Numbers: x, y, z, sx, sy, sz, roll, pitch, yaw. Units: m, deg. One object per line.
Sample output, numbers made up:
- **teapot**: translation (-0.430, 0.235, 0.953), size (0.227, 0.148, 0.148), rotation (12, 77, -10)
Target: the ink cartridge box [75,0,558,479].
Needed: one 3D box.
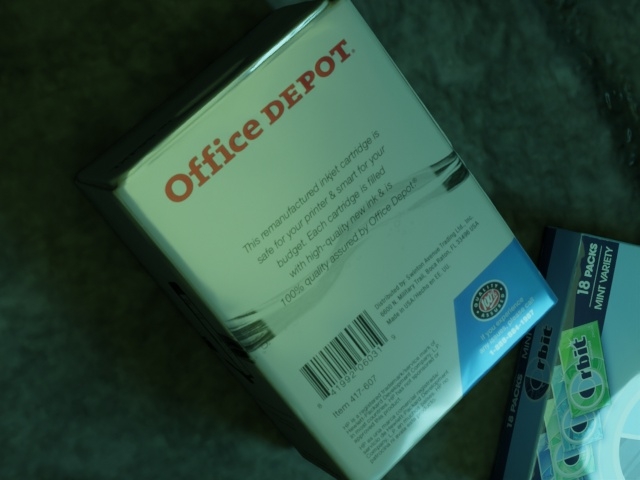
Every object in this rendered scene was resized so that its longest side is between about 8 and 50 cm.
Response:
- **ink cartridge box**: translation (0.000, 0.000, 0.693), size (0.148, 0.086, 0.203), rotation (-42, 109, -14)

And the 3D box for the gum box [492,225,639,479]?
- **gum box**: translation (0.204, 0.085, 0.816), size (0.184, 0.041, 0.157), rotation (12, 92, -23)
